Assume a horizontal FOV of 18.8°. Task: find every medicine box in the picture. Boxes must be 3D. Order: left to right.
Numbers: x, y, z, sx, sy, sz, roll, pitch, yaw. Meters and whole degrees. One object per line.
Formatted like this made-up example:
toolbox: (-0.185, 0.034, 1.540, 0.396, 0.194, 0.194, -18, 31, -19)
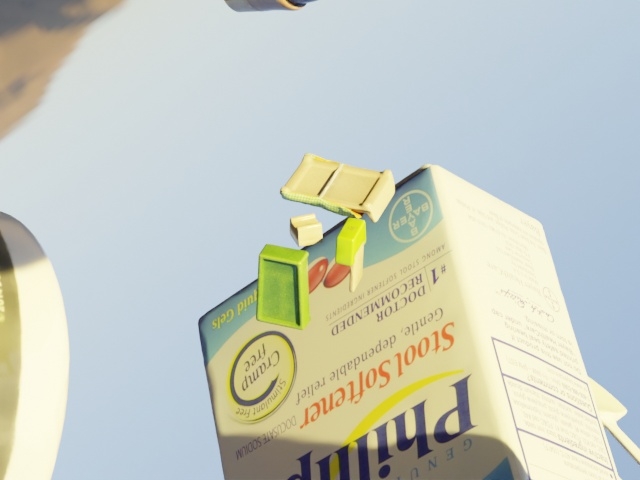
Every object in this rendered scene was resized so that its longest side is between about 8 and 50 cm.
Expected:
medicine box: (0.063, 0.138, 1.497, 0.263, 0.149, 0.289, -33, -129, 28)

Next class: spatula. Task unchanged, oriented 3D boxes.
spatula: (0.249, 0.188, 1.828, 0.242, 0.168, 0.019, 48, -57, 50)

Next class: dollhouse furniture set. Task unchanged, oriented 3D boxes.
dollhouse furniture set: (0.000, 0.000, 1.419, 0.076, 0.058, 0.151, 11, -146, 15)

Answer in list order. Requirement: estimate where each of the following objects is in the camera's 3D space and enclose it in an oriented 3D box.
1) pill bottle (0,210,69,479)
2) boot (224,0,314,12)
pill bottle: (-0.294, 0.055, 0.825, 0.334, 0.188, 0.188, 10, 162, -32)
boot: (0.005, -0.328, 1.730, 0.207, 0.090, 0.248, -14, -115, 37)
